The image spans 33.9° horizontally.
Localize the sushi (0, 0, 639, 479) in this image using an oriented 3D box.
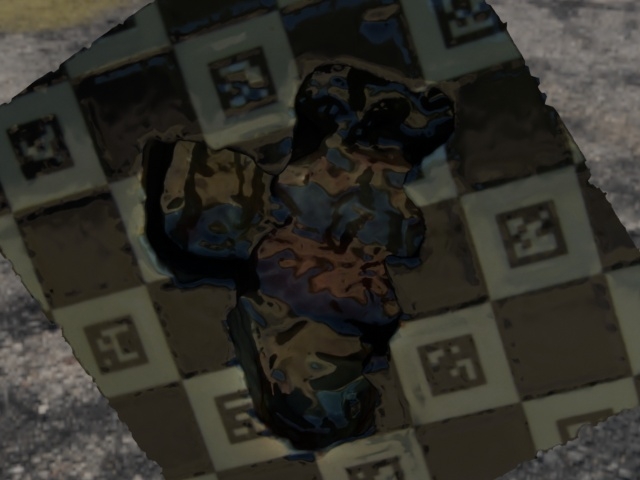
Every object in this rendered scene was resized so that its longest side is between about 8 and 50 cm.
[{"bbox_3d":[0.000,0.000,0.622,0.320,0.339,0.069,-32,8,16],"label":"sushi"}]
